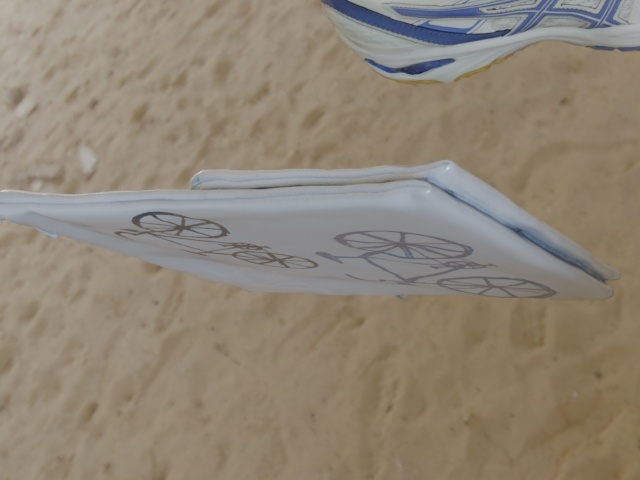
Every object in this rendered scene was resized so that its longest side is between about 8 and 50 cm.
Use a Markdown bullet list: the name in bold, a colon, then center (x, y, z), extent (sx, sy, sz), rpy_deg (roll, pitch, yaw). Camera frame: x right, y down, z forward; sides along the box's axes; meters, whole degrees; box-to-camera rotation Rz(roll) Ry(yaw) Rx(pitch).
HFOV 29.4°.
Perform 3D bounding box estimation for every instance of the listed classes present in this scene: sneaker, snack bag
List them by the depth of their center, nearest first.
- **sneaker**: center (0.132, -0.170, 0.679), extent (0.296, 0.131, 0.111), rpy_deg (-16, 64, 22)
- **snack bag**: center (0.000, 0.000, 0.858), extent (0.343, 0.323, 0.037), rpy_deg (-1, 78, 32)
